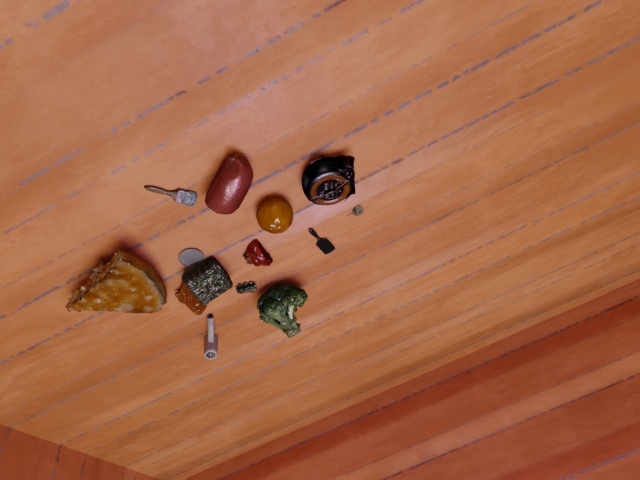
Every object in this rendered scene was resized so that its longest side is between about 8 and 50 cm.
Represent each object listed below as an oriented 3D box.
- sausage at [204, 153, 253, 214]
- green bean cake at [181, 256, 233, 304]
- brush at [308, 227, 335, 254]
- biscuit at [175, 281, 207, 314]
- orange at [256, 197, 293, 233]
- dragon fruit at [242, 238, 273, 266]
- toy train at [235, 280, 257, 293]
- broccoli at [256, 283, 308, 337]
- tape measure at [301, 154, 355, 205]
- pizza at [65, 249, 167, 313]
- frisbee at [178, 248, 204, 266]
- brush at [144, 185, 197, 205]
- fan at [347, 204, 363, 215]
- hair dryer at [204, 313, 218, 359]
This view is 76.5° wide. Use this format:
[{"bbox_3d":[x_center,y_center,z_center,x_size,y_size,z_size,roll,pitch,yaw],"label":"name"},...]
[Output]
[{"bbox_3d":[-0.346,-0.202,1.547,0.148,0.148,0.254,23,119,-32],"label":"sausage"},{"bbox_3d":[-0.508,0.188,1.838,0.182,0.094,0.173,-32,131,-9],"label":"green bean cake"},{"bbox_3d":[0.000,0.000,1.913,0.063,0.016,0.193,-33,132,11],"label":"brush"},{"bbox_3d":[-0.593,0.255,1.935,0.183,0.043,0.280,-10,134,-14],"label":"biscuit"},{"bbox_3d":[-0.188,-0.099,1.688,0.159,0.136,0.158,-8,135,-9],"label":"orange"},{"bbox_3d":[-0.293,0.084,1.857,0.107,0.083,0.162,-24,135,8],"label":"dragon fruit"},{"bbox_3d":[-0.364,0.238,1.995,0.103,0.044,0.064,-12,143,-7],"label":"toy train"},{"bbox_3d":[-0.179,0.340,1.991,0.270,0.270,0.270,-23,161,-9],"label":"broccoli"},{"bbox_3d":[0.034,-0.241,1.638,0.223,0.135,0.202,-13,143,-2],"label":"tape measure"},{"bbox_3d":[-0.898,0.198,1.740,0.407,0.130,0.439,-13,143,-5],"label":"pizza"},{"bbox_3d":[-0.574,0.076,1.806,0.110,0.014,0.110,-9,131,-11],"label":"frisbee"},{"bbox_3d":[-0.582,-0.182,1.576,0.197,0.021,0.070,15,125,-25],"label":"brush"},{"bbox_3d":[0.165,-0.128,1.860,0.060,0.003,0.080,26,118,-33],"label":"fan"},{"bbox_3d":[-0.566,0.488,2.109,0.073,0.131,0.236,2,116,-15],"label":"hair dryer"}]
